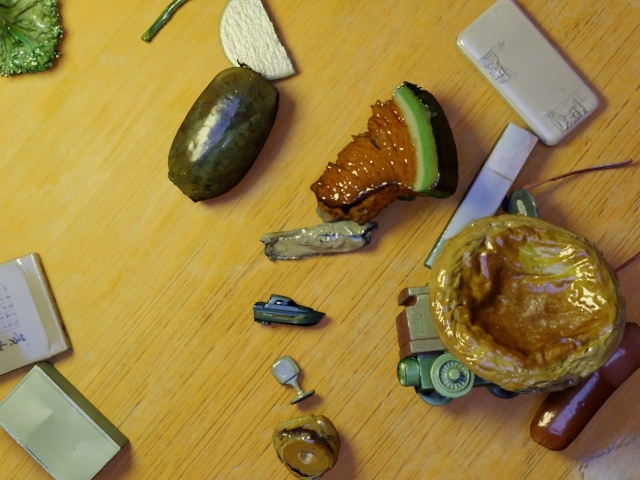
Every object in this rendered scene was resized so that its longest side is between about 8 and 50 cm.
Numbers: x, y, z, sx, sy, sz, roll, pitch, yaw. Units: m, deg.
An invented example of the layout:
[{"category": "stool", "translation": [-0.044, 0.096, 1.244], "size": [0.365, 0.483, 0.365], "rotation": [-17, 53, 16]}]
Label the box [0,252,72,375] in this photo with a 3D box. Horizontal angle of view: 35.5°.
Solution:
[{"category": "box", "translation": [-0.684, 0.179, 1.922], "size": [0.365, 0.051, 0.204], "rotation": [-21, 88, 0]}]

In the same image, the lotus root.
[{"category": "lotus root", "translation": [-0.184, -0.197, 1.878], "size": [0.160, 0.152, 0.275], "rotation": [32, 94, -19]}]

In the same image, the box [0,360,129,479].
[{"category": "box", "translation": [-0.495, 0.356, 1.900], "size": [0.225, 0.086, 0.129], "rotation": [44, 90, 1]}]

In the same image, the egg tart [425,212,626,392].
[{"category": "egg tart", "translation": [0.357, 0.116, 1.766], "size": [0.352, 0.150, 0.352], "rotation": [1, 62, -2]}]

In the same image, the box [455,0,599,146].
[{"category": "box", "translation": [0.400, -0.326, 1.932], "size": [0.142, 0.044, 0.285], "rotation": [-41, 89, -3]}]

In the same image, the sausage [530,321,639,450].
[{"category": "sausage", "translation": [0.510, 0.277, 1.899], "size": [0.089, 0.083, 0.300], "rotation": [43, 86, 7]}]

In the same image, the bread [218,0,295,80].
[{"category": "bread", "translation": [-0.137, -0.387, 1.941], "size": [0.112, 0.036, 0.193], "rotation": [-26, 92, 5]}]

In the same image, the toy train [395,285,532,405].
[{"category": "toy train", "translation": [0.288, 0.190, 1.872], "size": [0.304, 0.150, 0.221], "rotation": [-3, 74, -9]}]

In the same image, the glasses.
[{"category": "glasses", "translation": [0.502, -0.022, 1.929], "size": [0.268, 0.118, 0.234], "rotation": [-20, 87, -20]}]

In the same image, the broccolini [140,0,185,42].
[{"category": "broccolini", "translation": [-0.264, -0.476, 1.938], "size": [0.239, 0.054, 0.051], "rotation": [-44, 103, 2]}]

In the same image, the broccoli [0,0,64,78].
[{"category": "broccoli", "translation": [-0.578, -0.411, 1.865], "size": [0.194, 0.194, 0.219], "rotation": [25, 95, 1]}]

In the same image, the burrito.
[{"category": "burrito", "translation": [0.000, -0.002, 1.922], "size": [0.229, 0.058, 0.063], "rotation": [-9, 84, -2]}]

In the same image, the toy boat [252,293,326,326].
[{"category": "toy boat", "translation": [-0.059, 0.137, 1.917], "size": [0.141, 0.055, 0.060], "rotation": [7, 95, 1]}]

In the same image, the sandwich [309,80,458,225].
[{"category": "sandwich", "translation": [0.122, -0.123, 1.880], "size": [0.301, 0.162, 0.250], "rotation": [-29, 54, 16]}]

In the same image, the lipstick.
[{"category": "lipstick", "translation": [0.306, -0.073, 1.914], "size": [0.068, 0.066, 0.317], "rotation": [31, 89, 2]}]

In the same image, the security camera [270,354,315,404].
[{"category": "security camera", "translation": [-0.055, 0.266, 1.924], "size": [0.058, 0.058, 0.092], "rotation": [-29, 76, 0]}]

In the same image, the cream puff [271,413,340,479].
[{"category": "cream puff", "translation": [-0.027, 0.384, 1.888], "size": [0.133, 0.104, 0.119], "rotation": [15, 121, 8]}]
